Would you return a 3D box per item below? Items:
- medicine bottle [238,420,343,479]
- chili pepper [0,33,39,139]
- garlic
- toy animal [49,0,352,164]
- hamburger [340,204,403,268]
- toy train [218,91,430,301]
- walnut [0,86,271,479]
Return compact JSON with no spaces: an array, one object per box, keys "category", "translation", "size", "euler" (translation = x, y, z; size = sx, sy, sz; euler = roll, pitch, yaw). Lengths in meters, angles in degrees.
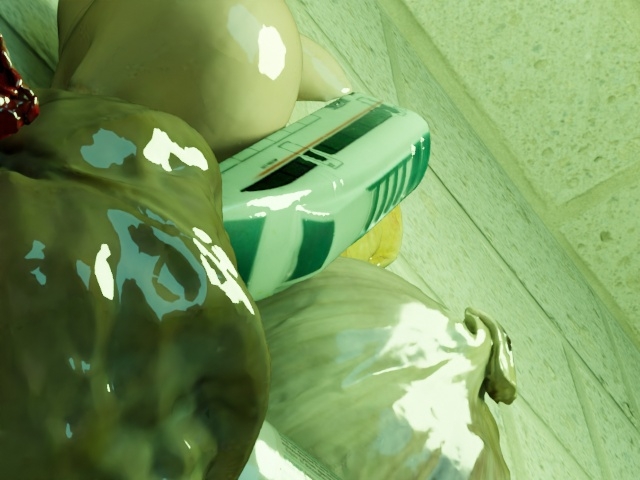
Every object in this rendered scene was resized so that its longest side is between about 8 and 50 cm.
[{"category":"medicine bottle","translation":[-0.021,0.203,0.854],"size":[0.215,0.135,0.135],"euler":[41,24,-25]},{"category":"chili pepper","translation":[-0.297,-0.136,0.641],"size":[0.387,0.110,0.110],"euler":[21,14,10]},{"category":"garlic","translation":[0.028,0.163,1.072],"size":[0.322,0.241,0.322],"euler":[24,57,-45]},{"category":"toy animal","translation":[-0.112,-0.151,1.136],"size":[0.237,0.269,0.326],"euler":[57,-23,-17]},{"category":"hamburger","translation":[0.000,0.000,1.427],"size":[0.262,0.124,0.131],"euler":[-4,83,-66]},{"category":"toy train","translation":[-0.010,-0.027,1.021],"size":[0.088,0.087,0.407],"euler":[22,21,12]},{"category":"walnut","translation":[-0.143,0.060,0.709],"size":[0.273,0.226,0.273],"euler":[171,-90,-78]}]
